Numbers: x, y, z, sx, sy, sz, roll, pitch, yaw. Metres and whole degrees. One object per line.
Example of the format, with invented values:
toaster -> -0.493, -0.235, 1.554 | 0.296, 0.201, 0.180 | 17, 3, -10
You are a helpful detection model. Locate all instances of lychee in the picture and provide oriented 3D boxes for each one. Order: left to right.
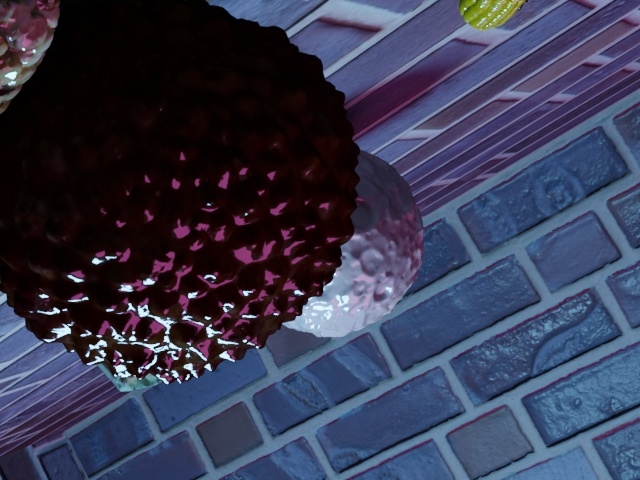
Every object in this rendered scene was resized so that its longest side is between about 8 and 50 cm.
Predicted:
lychee -> -0.100, -0.036, 0.740 | 0.264, 0.264, 0.300 | -30, 160, 16

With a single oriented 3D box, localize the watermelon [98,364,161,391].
watermelon -> -0.241, 0.092, 1.460 | 0.256, 0.260, 0.176 | -47, 154, 13

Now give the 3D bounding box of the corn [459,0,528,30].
corn -> 0.175, -0.253, 1.024 | 0.072, 0.072, 0.203 | -27, 174, -8

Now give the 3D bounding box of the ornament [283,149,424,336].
ornament -> 0.000, 0.000, 1.409 | 0.225, 0.259, 0.259 | -25, 172, -29

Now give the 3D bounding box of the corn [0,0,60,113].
corn -> -0.231, -0.085, 0.609 | 0.092, 0.092, 0.280 | -21, 172, -44
